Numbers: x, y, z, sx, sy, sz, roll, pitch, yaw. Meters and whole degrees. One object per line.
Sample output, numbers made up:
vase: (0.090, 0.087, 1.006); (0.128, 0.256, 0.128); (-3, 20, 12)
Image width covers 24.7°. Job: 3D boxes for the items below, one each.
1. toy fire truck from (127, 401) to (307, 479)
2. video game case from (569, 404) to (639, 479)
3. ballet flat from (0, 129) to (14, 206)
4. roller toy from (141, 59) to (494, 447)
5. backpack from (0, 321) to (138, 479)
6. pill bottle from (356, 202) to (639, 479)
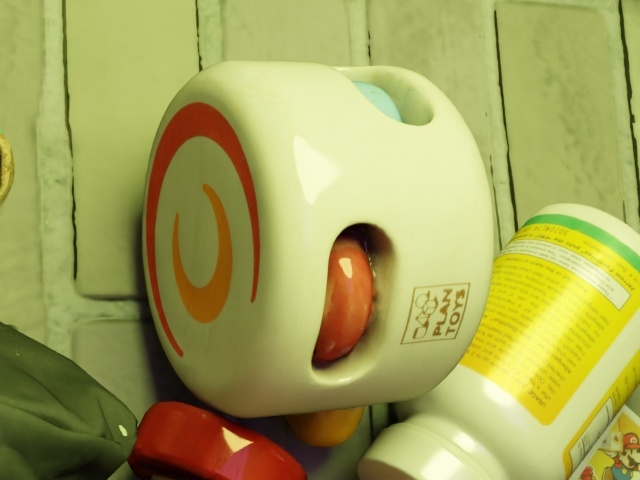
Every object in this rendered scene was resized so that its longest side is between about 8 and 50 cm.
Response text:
toy fire truck: (-0.006, 0.193, 0.724); (0.302, 0.254, 0.169); (31, 67, -13)
video game case: (0.211, 0.250, 0.926); (0.227, 0.026, 0.206); (42, 66, -7)
ballet flat: (-0.237, 0.010, 0.778); (0.073, 0.067, 0.206); (37, 67, -11)
roller toy: (0.000, 0.000, 0.805); (0.146, 0.191, 0.209); (-2, 71, -29)
backpack: (-0.292, 0.171, 0.610); (0.290, 0.273, 0.356); (29, 97, 11)
pill bottle: (0.118, 0.085, 0.878); (0.117, 0.117, 0.208); (45, 65, -7)
